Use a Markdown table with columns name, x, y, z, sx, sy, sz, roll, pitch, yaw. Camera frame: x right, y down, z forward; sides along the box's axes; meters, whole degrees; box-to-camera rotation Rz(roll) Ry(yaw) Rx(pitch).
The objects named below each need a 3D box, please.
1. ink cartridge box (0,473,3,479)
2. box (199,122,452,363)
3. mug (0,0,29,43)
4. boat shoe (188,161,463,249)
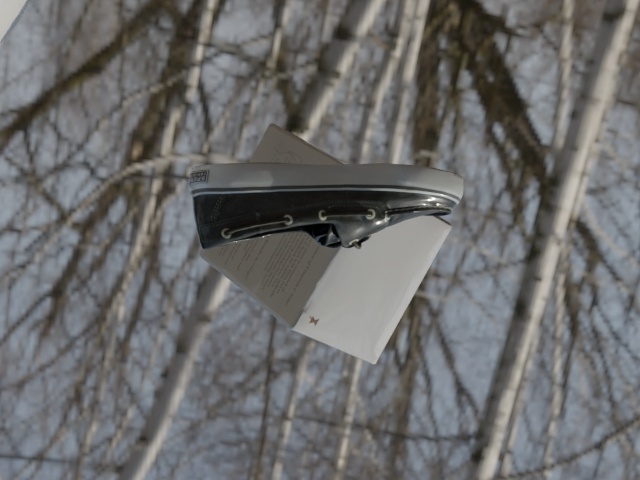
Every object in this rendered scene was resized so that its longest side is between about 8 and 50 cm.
| name | x | y | z | sx | sy | sz | roll | pitch | yaw |
| --- | --- | --- | --- | --- | --- | --- | --- | --- | --- |
| ink cartridge box | -0.379 | 0.175 | 0.947 | 0.270 | 0.197 | 0.198 | -17 | -159 | -1 |
| box | 0.000 | 0.000 | 1.124 | 0.091 | 0.130 | 0.170 | 27 | -175 | -36 |
| mug | -0.325 | -0.143 | 0.608 | 0.328 | 0.276 | 0.374 | -20 | -156 | -27 |
| boat shoe | 0.004 | -0.015 | 0.679 | 0.142 | 0.040 | 0.049 | 0 | 175 | -22 |
